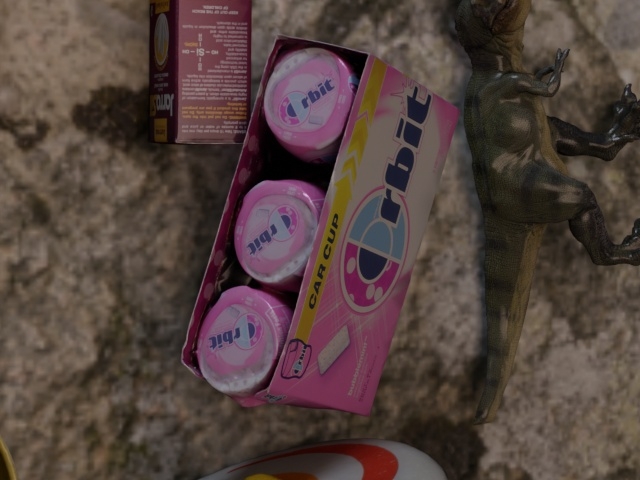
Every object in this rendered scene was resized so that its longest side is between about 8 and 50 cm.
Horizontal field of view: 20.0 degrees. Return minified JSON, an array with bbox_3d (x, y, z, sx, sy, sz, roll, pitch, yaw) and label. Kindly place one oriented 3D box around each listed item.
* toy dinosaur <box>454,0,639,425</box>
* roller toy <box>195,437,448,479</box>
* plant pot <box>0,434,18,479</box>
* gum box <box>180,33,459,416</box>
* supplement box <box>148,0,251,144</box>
[{"bbox_3d":[0.135,-0.033,1.043,0.118,0.064,0.268,-4,97,-16],"label":"toy dinosaur"},{"bbox_3d":[-0.016,0.188,0.920,0.191,0.209,0.146,-32,108,-55],"label":"roller toy"},{"bbox_3d":[-0.221,0.125,0.878,0.134,0.095,0.134,-1,94,-22],"label":"plant pot"},{"bbox_3d":[0.000,0.000,0.957,0.107,0.062,0.188,22,83,-58],"label":"gum box"},{"bbox_3d":[-0.064,-0.092,0.955,0.043,0.055,0.083,-1,93,-22],"label":"supplement box"}]
